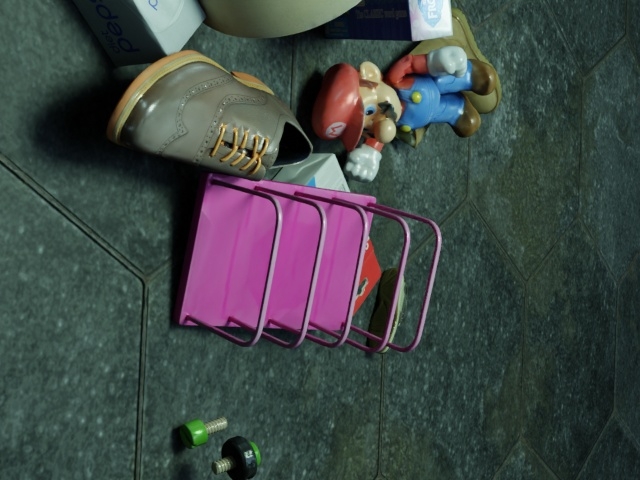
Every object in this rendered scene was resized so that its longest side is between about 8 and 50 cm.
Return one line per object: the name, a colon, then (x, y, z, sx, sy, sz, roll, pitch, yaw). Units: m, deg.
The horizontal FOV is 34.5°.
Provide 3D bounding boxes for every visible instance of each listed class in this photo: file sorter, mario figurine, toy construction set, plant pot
file sorter: (-0.008, 0.039, 1.353, 0.291, 0.182, 0.202, 6, 99, -39)
mario figurine: (0.135, -0.193, 1.593, 0.321, 0.170, 0.198, -12, 101, -31)
toy construction set: (-0.152, 0.424, 1.263, 0.237, 0.257, 0.308, -14, 114, -36)
plant pot: (-0.064, -0.412, 1.232, 0.191, 0.284, 0.284, 66, 41, -51)

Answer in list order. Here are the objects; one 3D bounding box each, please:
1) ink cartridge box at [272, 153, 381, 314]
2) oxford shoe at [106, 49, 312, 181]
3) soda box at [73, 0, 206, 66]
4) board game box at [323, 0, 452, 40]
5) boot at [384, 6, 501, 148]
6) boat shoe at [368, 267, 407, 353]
ink cartridge box: (0.000, 0.000, 1.541, 0.134, 0.078, 0.231, -51, 130, -39)
oxford shoe: (-0.118, -0.141, 1.253, 0.130, 0.133, 0.364, -59, 162, 20)
soda box: (-0.249, -0.338, 1.167, 0.091, 0.098, 0.286, -60, 136, -34)
board game box: (0.073, -0.442, 1.439, 0.066, 0.319, 0.318, -11, 104, -19)
boot: (0.208, -0.254, 1.827, 0.236, 0.089, 0.269, 55, 48, -26)
boat shoe: (0.122, 0.123, 1.735, 0.049, 0.056, 0.152, 34, 63, -44)
